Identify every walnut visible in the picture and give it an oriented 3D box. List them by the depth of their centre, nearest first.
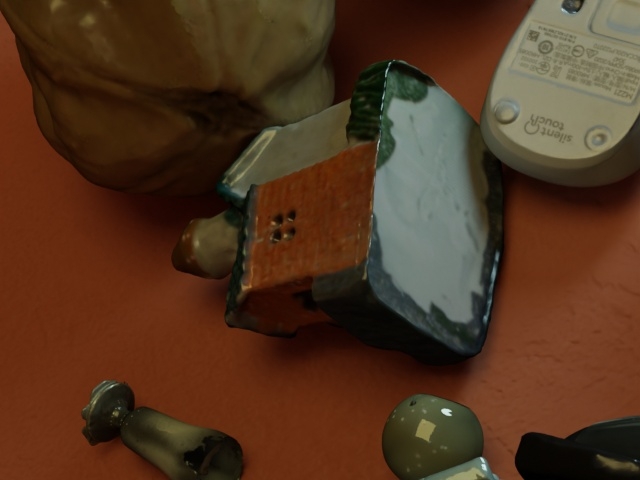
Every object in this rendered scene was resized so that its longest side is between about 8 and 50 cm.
[{"bbox_3d":[-0.153,-0.235,2.015,0.383,0.383,0.383,-12,53,16],"label":"walnut"}]

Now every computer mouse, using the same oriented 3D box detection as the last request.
[{"bbox_3d":[0.273,-0.181,1.929,0.184,0.121,0.297,15,77,22],"label":"computer mouse"}]

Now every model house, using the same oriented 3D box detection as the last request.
[{"bbox_3d":[0.000,0.000,1.910,0.301,0.190,0.271,-15,55,33],"label":"model house"}]

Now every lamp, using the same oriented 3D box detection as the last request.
[{"bbox_3d":[0.088,0.220,1.757,0.091,0.091,0.163,10,77,29],"label":"lamp"}]

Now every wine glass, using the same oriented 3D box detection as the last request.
[{"bbox_3d":[-0.152,0.191,1.882,0.155,0.072,0.072,23,69,35],"label":"wine glass"}]

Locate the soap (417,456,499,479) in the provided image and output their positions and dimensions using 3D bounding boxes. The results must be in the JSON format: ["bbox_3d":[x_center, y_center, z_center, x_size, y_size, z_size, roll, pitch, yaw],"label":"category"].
[{"bbox_3d":[0.061,0.263,1.571,0.198,0.066,0.119,-21,61,6],"label":"soap"}]

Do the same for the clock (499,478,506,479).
[{"bbox_3d":[0.049,0.341,1.638,0.309,0.114,0.284,-17,62,11],"label":"clock"}]

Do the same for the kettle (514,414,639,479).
[{"bbox_3d":[0.284,0.231,1.557,0.271,0.207,0.251,13,20,32],"label":"kettle"}]
